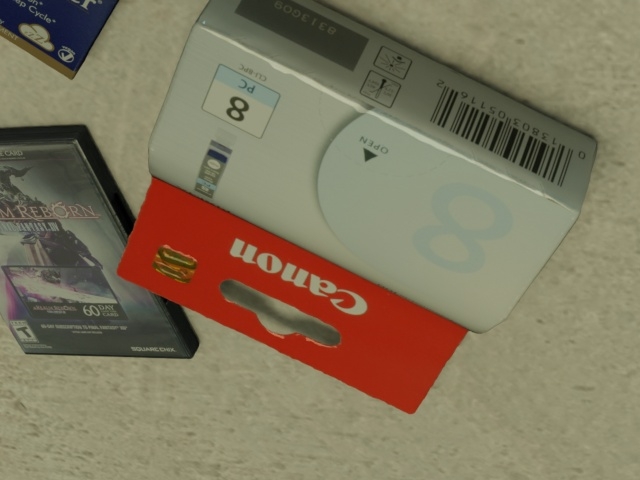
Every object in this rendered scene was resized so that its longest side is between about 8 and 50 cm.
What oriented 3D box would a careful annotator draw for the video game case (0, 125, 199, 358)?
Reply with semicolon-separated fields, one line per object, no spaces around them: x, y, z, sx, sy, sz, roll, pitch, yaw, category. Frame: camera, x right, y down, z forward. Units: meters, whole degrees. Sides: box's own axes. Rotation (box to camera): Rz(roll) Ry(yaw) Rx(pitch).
-0.247;0.008;1.507;0.196;0.026;0.274;0;135;26;video game case

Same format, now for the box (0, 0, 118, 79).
-0.202;-0.227;1.224;0.136;0.036;0.225;32;138;-9;box

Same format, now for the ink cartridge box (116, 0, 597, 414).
0.000;0.000;1.315;0.308;0.091;0.385;26;136;-2;ink cartridge box
